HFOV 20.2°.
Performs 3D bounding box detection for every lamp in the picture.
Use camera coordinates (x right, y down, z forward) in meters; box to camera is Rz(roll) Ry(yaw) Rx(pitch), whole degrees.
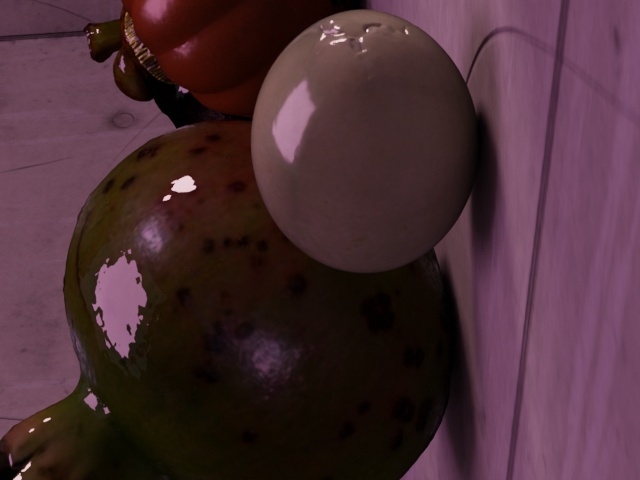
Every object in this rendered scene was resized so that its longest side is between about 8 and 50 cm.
[{"bbox_3d":[-0.066,-0.206,1.463,0.223,0.196,0.223,43,-151,-31],"label":"lamp"}]

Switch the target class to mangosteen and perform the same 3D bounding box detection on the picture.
[{"bbox_3d":[-0.111,-0.195,1.730,0.211,0.250,0.211,7,-90,-79],"label":"mangosteen"}]

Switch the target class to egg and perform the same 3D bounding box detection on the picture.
[{"bbox_3d":[0.022,-0.049,0.889,0.152,0.114,0.114,83,180,-50],"label":"egg"}]

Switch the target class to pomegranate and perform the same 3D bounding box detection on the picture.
[{"bbox_3d":[-0.053,0.085,1.046,0.306,0.242,0.242,-64,2,-3],"label":"pomegranate"}]
